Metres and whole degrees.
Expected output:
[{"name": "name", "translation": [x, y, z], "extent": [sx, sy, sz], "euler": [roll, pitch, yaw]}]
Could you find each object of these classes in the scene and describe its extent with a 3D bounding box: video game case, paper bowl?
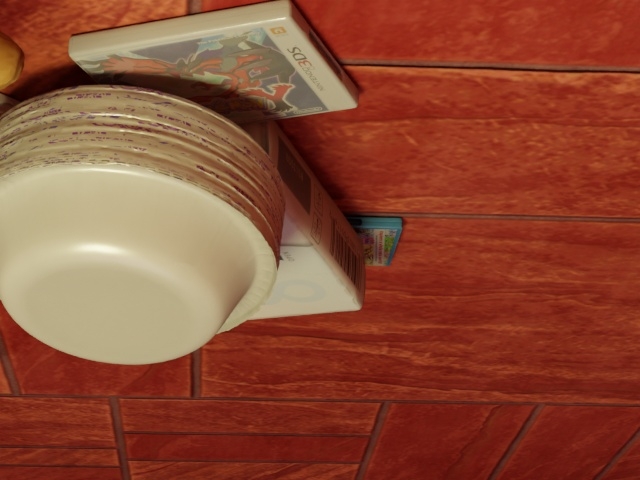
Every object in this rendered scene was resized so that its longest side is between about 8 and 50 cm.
[{"name": "video game case", "translation": [0.000, 0.000, 1.942], "extent": [0.166, 0.015, 0.119], "euler": [2, 158, -4]}, {"name": "paper bowl", "translation": [-0.177, 0.005, 1.577], "extent": [0.284, 0.148, 0.284], "euler": [3, 145, 2]}, {"name": "video game case", "translation": [-0.089, -0.145, 1.549], "extent": [0.201, 0.023, 0.183], "euler": [-7, 158, 18]}]

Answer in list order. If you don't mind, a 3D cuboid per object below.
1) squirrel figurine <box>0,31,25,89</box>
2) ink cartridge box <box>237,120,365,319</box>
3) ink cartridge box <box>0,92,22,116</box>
[{"name": "squirrel figurine", "translation": [-0.457, -0.056, 1.239], "extent": [0.397, 0.370, 0.281], "euler": [30, 175, -33]}, {"name": "ink cartridge box", "translation": [-0.180, -0.003, 1.807], "extent": [0.385, 0.091, 0.308], "euler": [-8, 154, 17]}, {"name": "ink cartridge box", "translation": [-0.326, -0.093, 1.644], "extent": [0.122, 0.052, 0.088], "euler": [-20, 151, 40]}]
